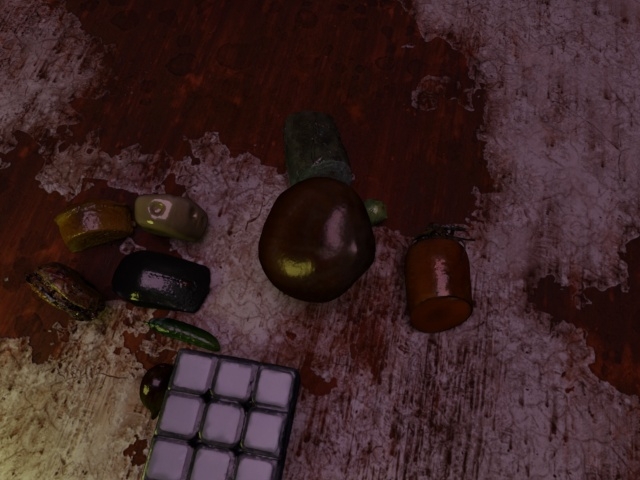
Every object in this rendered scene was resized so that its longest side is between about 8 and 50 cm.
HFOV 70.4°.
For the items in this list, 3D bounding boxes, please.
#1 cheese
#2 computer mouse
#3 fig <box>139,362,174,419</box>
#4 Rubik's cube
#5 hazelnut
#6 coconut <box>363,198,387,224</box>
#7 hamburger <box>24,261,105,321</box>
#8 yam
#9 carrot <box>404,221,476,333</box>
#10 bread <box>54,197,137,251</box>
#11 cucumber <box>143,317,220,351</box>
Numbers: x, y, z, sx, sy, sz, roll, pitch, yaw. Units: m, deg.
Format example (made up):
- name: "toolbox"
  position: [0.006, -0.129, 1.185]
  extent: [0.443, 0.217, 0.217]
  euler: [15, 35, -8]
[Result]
- name: "cheese"
  position: [-0.466, -0.070, 1.394]
  extent: [0.218, 0.235, 0.117]
  euler: [2, 75, 42]
- name: "computer mouse"
  position: [-0.485, 0.120, 1.378]
  extent: [0.295, 0.087, 0.168]
  euler: [10, 66, 0]
- name: "fig"
  position: [-0.450, 0.424, 1.265]
  extent: [0.109, 0.103, 0.154]
  euler: [-2, 103, -42]
- name: "Rubik's cube"
  position: [-0.222, 0.458, 1.144]
  extent: [0.304, 0.305, 0.301]
  euler: [11, 69, 4]
- name: "hazelnut"
  position: [-0.004, -0.002, 1.303]
  extent: [0.366, 0.366, 0.366]
  euler: [1, 69, -1]
- name: "coconut"
  position: [0.176, -0.093, 1.480]
  extent: [0.096, 0.088, 0.088]
  euler: [24, 71, 13]
- name: "hamburger"
  position: [-0.722, 0.143, 1.292]
  extent: [0.231, 0.231, 0.107]
  euler: [38, 72, 12]
- name: "yam"
  position: [-0.011, -0.291, 1.490]
  extent: [0.202, 0.201, 0.271]
  euler: [12, 47, -38]
- name: "carrot"
  position: [0.348, 0.089, 1.351]
  extent: [0.193, 0.214, 0.331]
  euler: [3, 66, -2]
- name: "bread"
  position: [-0.712, -0.054, 1.418]
  extent: [0.229, 0.139, 0.143]
  euler: [-18, 79, -7]
- name: "cucumber"
  position: [-0.408, 0.270, 1.342]
  extent: [0.250, 0.056, 0.056]
  euler: [18, 70, 3]
